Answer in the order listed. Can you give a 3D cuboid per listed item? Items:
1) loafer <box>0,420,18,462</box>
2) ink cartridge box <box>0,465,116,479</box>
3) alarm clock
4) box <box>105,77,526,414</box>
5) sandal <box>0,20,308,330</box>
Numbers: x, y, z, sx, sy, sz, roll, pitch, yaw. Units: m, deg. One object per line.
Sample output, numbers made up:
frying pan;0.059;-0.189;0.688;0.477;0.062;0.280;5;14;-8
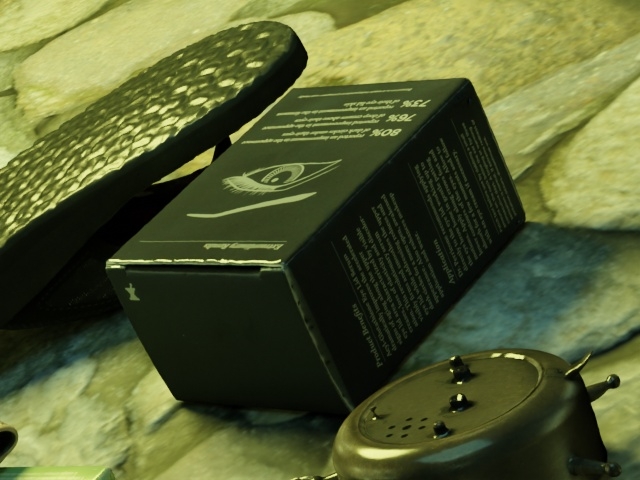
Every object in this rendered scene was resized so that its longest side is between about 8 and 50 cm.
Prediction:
loafer;-0.216;0.133;1.066;0.039;0.045;0.125;2;30;32
ink cartridge box;-0.225;0.213;1.031;0.171;0.056;0.235;-5;30;36
alarm clock;0.053;0.105;0.955;0.192;0.064;0.129;-19;16;14
box;0.000;0.000;1.174;0.153;0.108;0.207;1;36;43
sandal;-0.182;0.005;1.366;0.445;0.107;0.167;-38;26;3
